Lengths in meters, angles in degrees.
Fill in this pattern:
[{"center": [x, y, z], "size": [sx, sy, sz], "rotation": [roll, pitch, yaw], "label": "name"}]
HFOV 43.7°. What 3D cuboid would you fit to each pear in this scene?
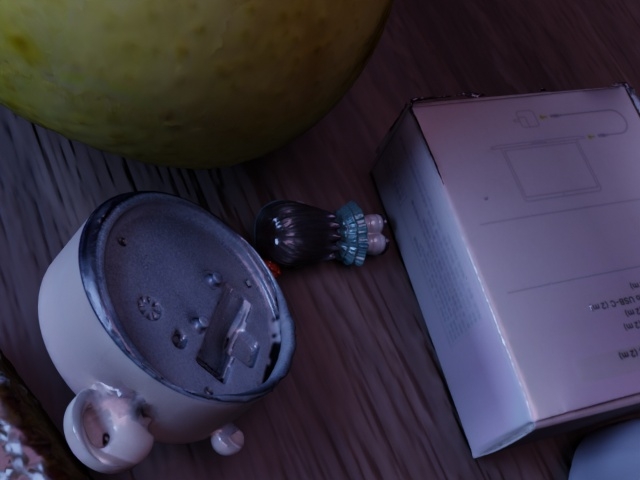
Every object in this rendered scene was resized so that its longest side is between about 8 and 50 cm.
[{"center": [-0.105, -0.214, 0.497], "size": [0.348, 0.348, 0.348], "rotation": [7, 62, -14], "label": "pear"}]

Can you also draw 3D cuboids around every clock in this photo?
[{"center": [-0.087, 0.044, 0.490], "size": [0.155, 0.063, 0.229], "rotation": [39, 33, -13], "label": "clock"}]

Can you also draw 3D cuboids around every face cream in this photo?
[{"center": [0.224, 0.165, 0.544], "size": [0.091, 0.095, 0.091], "rotation": [8, 61, -14], "label": "face cream"}]

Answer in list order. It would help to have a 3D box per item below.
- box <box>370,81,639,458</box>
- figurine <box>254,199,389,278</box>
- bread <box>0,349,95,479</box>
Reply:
[{"center": [0.177, 0.012, 0.603], "size": [0.203, 0.106, 0.252], "rotation": [-9, 65, -22], "label": "box"}, {"center": [0.000, 0.000, 0.593], "size": [0.106, 0.047, 0.060], "rotation": [-1, 100, -26], "label": "figurine"}, {"center": [-0.140, 0.222, 0.391], "size": [0.165, 0.113, 0.416], "rotation": [-34, 77, -24], "label": "bread"}]
